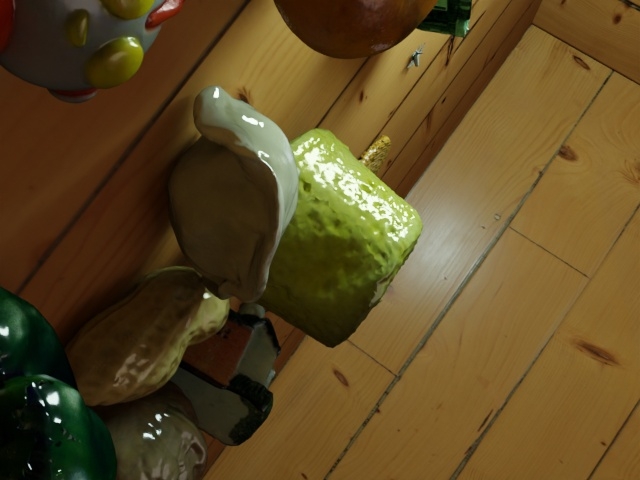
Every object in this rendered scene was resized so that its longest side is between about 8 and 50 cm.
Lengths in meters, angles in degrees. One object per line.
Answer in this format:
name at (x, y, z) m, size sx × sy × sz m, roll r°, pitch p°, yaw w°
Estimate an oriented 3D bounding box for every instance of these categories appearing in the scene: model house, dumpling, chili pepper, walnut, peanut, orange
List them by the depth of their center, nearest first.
chili pepper at (-0.309, 0.169, 0.470) m, size 0.233 × 0.248 × 0.256 m, roll -27°, pitch 162°, yaw -15°
orange at (0.045, -0.319, 0.617) m, size 0.240 × 0.171 × 0.240 m, roll -40°, pitch 153°, yaw -26°
dumpling at (-0.096, -0.031, 0.745) m, size 0.187 × 0.243 × 0.318 m, roll -15°, pitch 137°, yaw -24°
peanut at (-0.245, 0.130, 0.844) m, size 0.305 × 0.147 × 0.147 m, roll -47°, pitch 167°, yaw -47°
walnut at (-0.322, 0.361, 0.983) m, size 0.248 × 0.248 × 0.248 m, roll -52°, pitch 169°, yaw -15°
model house at (-0.188, 0.235, 1.196) m, size 0.184 × 0.253 × 0.291 m, roll -56°, pitch -177°, yaw 46°

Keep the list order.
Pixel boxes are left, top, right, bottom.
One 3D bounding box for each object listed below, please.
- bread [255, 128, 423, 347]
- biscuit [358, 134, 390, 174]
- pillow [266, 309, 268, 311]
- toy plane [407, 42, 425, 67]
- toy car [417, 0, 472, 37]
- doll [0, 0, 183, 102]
bread at (0.000, 0.000, 1.028) m, size 0.348 × 0.308 × 0.348 m, roll -52°, pitch 169°, yaw -14°
biscuit at (0.131, -0.204, 1.685) m, size 0.254 × 0.035 × 0.254 m, roll -53°, pitch 169°, yaw -14°
pillow at (-0.024, 0.017, 1.472) m, size 0.310 × 0.119 × 0.312 m, roll -35°, pitch 157°, yaw -49°
toy plane at (0.241, -0.459, 1.417) m, size 0.078 × 0.024 × 0.084 m, roll -55°, pitch 175°, yaw -3°
toy car at (0.214, -0.466, 1.022) m, size 0.306 × 0.136 × 0.125 m, roll -9°, pitch 112°, yaw -76°
doll at (-0.192, -0.140, 0.334) m, size 0.336 × 0.105 × 0.200 m, roll -39°, pitch 161°, yaw -51°
